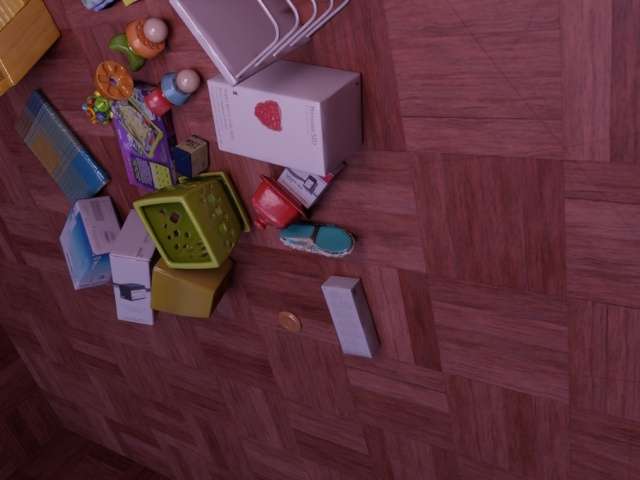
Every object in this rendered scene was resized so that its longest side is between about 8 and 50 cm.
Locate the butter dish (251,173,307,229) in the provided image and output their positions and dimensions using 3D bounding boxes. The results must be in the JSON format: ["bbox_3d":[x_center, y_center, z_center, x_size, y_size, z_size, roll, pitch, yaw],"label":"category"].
[{"bbox_3d":[-0.121,-0.077,1.619,0.160,0.118,0.160,43,180,3],"label":"butter dish"}]

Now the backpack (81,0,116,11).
[{"bbox_3d":[-0.557,-0.640,1.577,0.105,0.084,0.114,-9,113,40],"label":"backpack"}]

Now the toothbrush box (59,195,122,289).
[{"bbox_3d":[-0.792,0.012,2.200,0.295,0.126,0.216,-42,65,47],"label":"toothbrush box"}]

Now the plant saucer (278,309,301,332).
[{"bbox_3d":[-0.097,0.255,1.986,0.084,0.013,0.083,22,134,25],"label":"plant saucer"}]

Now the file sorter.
[{"bbox_3d":[-0.101,-0.462,1.214,0.173,0.277,0.192,-27,104,45],"label":"file sorter"}]

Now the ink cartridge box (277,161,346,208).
[{"bbox_3d":[-0.024,-0.164,1.551,0.109,0.063,0.150,43,138,2],"label":"ink cartridge box"}]

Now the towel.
[{"bbox_3d":[-0.877,-0.297,2.145,0.271,0.040,0.370,-27,102,46],"label":"towel"}]

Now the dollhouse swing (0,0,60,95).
[{"bbox_3d":[-0.987,-0.608,1.809,0.347,0.315,0.305,-3,141,40],"label":"dollhouse swing"}]

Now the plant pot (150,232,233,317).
[{"bbox_3d":[-0.391,0.119,1.979,0.187,0.212,0.212,24,136,4],"label":"plant pot"}]

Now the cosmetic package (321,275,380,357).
[{"bbox_3d":[0.087,0.213,1.769,0.099,0.060,0.238,3,124,34],"label":"cosmetic package"}]

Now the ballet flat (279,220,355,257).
[{"bbox_3d":[0.000,0.000,1.668,0.241,0.091,0.077,15,161,35],"label":"ballet flat"}]

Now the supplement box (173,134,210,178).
[{"bbox_3d":[-0.353,-0.230,1.744,0.056,0.083,0.083,26,135,20],"label":"supplement box"}]

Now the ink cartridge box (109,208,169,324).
[{"bbox_3d":[-0.577,0.087,2.053,0.129,0.223,0.307,9,133,-2],"label":"ink cartridge box"}]

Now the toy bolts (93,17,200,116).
[{"bbox_3d":[-0.417,-0.418,1.576,0.159,0.218,0.228,-18,128,39],"label":"toy bolts"}]

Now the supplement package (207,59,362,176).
[{"bbox_3d":[-0.074,-0.284,1.410,0.293,0.175,0.177,17,131,27],"label":"supplement package"}]

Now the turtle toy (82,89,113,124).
[{"bbox_3d":[-0.652,-0.390,1.866,0.130,0.066,0.095,-18,110,45],"label":"turtle toy"}]

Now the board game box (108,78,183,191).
[{"bbox_3d":[-0.506,-0.296,1.843,0.208,0.056,0.346,16,131,23],"label":"board game box"}]

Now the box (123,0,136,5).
[{"bbox_3d":[-0.316,-0.561,1.335,0.087,0.232,0.058,-7,115,41],"label":"box"}]

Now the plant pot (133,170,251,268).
[{"bbox_3d":[-0.340,-0.068,1.773,0.227,0.207,0.228,-2,120,39],"label":"plant pot"}]
